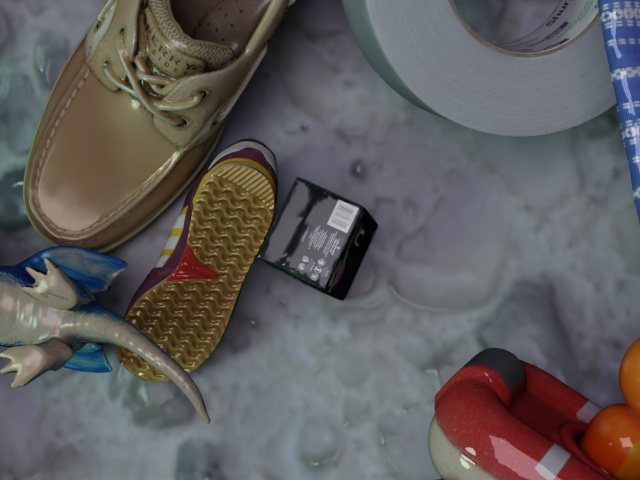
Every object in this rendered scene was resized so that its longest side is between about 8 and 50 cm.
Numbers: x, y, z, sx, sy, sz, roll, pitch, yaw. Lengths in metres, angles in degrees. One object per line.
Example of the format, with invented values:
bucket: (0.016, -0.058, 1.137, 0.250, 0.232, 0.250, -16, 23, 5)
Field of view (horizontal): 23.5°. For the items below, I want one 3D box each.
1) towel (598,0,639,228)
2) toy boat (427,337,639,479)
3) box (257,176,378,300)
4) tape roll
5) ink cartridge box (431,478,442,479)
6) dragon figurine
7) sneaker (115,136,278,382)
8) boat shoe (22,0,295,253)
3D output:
towel: (0.289, -0.059, 0.952, 0.243, 0.040, 0.336, -3, 78, -29)
toy boat: (0.191, 0.123, 0.943, 0.231, 0.151, 0.151, 33, 108, 12)
box: (0.000, 0.000, 1.038, 0.052, 0.083, 0.062, 25, 86, 11)
tape roll: (0.124, -0.179, 0.999, 0.219, 0.072, 0.219, -3, 102, -14)
ink cartridge box: (0.095, 0.205, 0.957, 0.109, 0.150, 0.063, 38, 90, 12)
dragon figurine: (-0.183, 0.047, 1.029, 0.289, 0.144, 0.085, 10, 94, 17)
sneaker: (-0.079, 0.015, 1.065, 0.070, 0.084, 0.185, 30, 113, -8)
boat shoe: (-0.101, -0.133, 1.037, 0.122, 0.110, 0.341, 34, 101, 1)
